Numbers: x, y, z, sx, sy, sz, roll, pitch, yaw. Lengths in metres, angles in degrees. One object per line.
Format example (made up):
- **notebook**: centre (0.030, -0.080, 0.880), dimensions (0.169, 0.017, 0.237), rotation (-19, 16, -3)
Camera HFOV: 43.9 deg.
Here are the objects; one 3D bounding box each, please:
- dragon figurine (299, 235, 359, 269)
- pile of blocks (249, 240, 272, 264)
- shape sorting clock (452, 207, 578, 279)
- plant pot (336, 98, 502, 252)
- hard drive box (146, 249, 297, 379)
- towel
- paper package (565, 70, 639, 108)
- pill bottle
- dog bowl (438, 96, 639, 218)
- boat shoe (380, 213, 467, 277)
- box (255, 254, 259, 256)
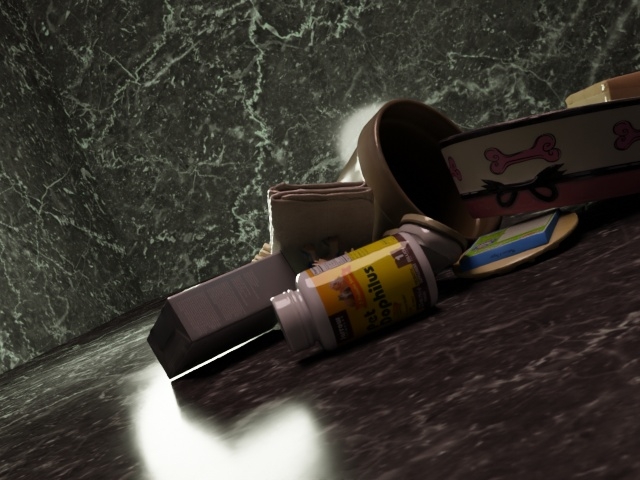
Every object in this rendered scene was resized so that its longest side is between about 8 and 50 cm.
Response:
- **dragon figurine**: centre (0.032, 0.084, 1.347), dimensions (0.085, 0.144, 0.289), rotation (-21, 22, -17)
- **pile of blocks**: centre (-0.126, 0.092, 2.185), dimensions (0.113, 0.148, 0.362), rotation (23, 38, 12)
- **shape sorting clock**: centre (0.302, 0.008, 1.236), dimensions (0.206, 0.040, 0.206), rotation (-25, 6, 3)
- **plant pot**: centre (0.151, -0.068, 1.583), dimensions (0.323, 0.323, 0.280), rotation (-25, -13, -48)
- **hard drive box**: centre (-0.168, 0.131, 1.394), dimensions (0.232, 0.089, 0.181), rotation (-23, -17, -34)
- **towel**: centre (0.000, 0.000, 1.434), dimensions (0.187, 0.049, 0.282), rotation (-2, -42, -4)
- **paper package**: centre (0.728, -0.280, 1.688), dimensions (0.325, 0.168, 0.309), rotation (-12, 3, 3)
- **pill bottle**: centre (0.045, 0.077, 1.102), dimensions (0.215, 0.117, 0.117), rotation (-23, 3, -8)
- **dog bowl**: centre (0.419, -0.137, 1.380), dimensions (0.408, 0.150, 0.408), rotation (-10, 2, 0)
- **boat shoe**: centre (0.145, 0.035, 1.266), dimensions (0.103, 0.113, 0.302), rotation (-62, 2, -11)
- **box**: centre (-0.127, 0.074, 2.379), dimensions (0.087, 0.101, 0.101), rotation (-21, 2, -24)
